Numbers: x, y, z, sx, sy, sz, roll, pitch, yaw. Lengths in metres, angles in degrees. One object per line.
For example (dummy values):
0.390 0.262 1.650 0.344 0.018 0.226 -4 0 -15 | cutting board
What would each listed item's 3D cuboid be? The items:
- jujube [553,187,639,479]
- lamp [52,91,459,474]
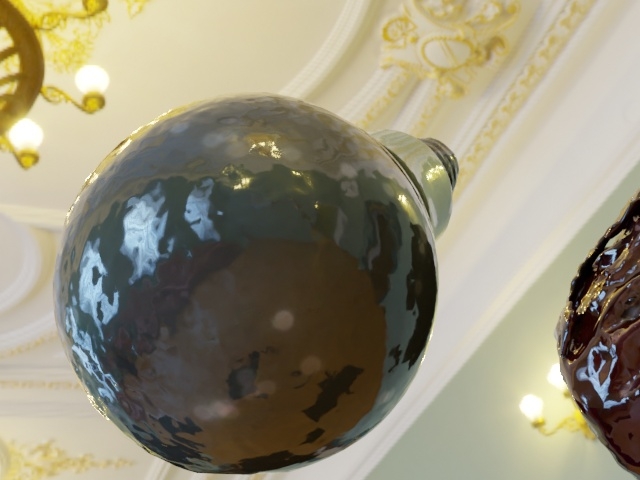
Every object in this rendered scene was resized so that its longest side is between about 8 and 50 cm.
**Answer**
0.355 0.029 0.620 0.376 0.258 0.258 -40 -44 10 | jujube
-0.017 0.007 0.457 0.182 0.182 0.314 -31 2 18 | lamp
